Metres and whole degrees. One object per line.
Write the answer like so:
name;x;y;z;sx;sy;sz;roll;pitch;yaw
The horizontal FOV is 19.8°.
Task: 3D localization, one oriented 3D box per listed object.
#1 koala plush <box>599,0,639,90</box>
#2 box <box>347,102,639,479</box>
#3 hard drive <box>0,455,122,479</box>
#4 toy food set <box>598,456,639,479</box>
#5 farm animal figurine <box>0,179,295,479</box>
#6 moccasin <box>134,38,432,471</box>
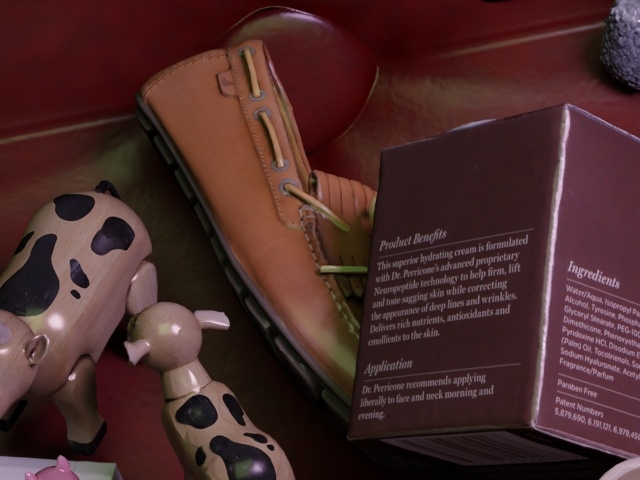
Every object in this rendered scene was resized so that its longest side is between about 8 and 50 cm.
koala plush;0.337;-0.211;1.369;0.196;0.221;0.203;32;68;21
box;0.140;0.045;1.173;0.168;0.167;0.203;-10;66;49
hard drive;-0.305;0.243;1.274;0.307;0.040;0.203;3;61;6
toy food set;0.297;0.253;1.100;0.306;0.220;0.092;7;36;9
farm animal figurine;-0.175;0.084;1.241;0.330;0.172;0.327;1;45;4
moccasin;0.001;0.002;1.338;0.147;0.139;0.380;-30;52;-2
